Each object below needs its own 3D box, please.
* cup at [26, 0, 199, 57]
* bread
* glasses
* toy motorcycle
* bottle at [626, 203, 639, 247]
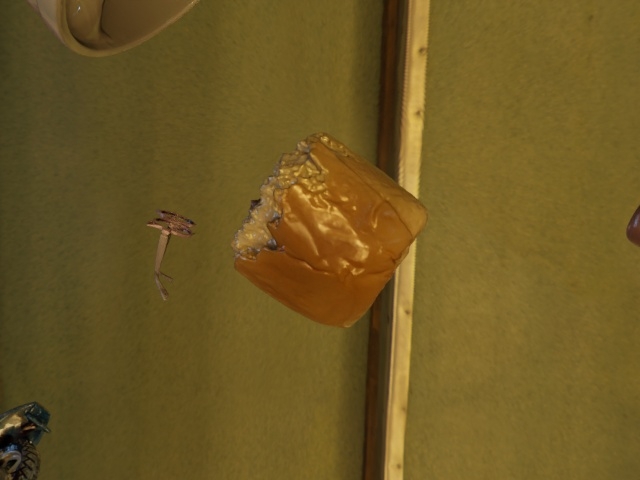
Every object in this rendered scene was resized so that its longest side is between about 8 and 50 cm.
[{"bbox_3d":[-0.131,-0.212,0.342,0.202,0.221,0.167,44,99,0],"label":"cup"},{"bbox_3d":[0.000,0.000,0.508,0.106,0.082,0.125,40,135,4],"label":"bread"},{"bbox_3d":[-0.213,0.019,1.050,0.063,0.140,0.103,20,100,-10],"label":"glasses"},{"bbox_3d":[-0.332,0.240,0.659,0.254,0.135,0.092,-39,121,-1],"label":"toy motorcycle"},{"bbox_3d":[0.338,0.011,0.675,0.140,0.053,0.053,35,97,27],"label":"bottle"}]
